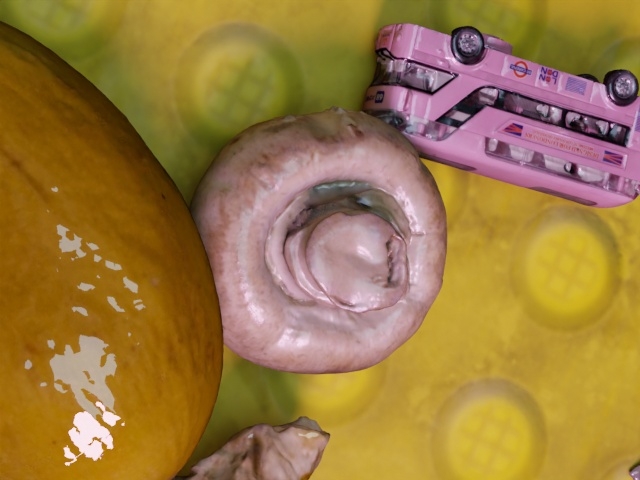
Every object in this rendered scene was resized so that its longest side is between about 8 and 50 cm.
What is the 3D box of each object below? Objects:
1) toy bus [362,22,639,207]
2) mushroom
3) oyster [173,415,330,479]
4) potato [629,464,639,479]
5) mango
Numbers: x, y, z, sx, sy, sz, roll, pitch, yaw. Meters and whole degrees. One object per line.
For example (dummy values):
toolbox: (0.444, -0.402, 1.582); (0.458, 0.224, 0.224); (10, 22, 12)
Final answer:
toy bus: (0.127, -0.081, 1.140); (0.203, 0.063, 0.090); (15, 87, -20)
mushroom: (0.000, 0.000, 1.062); (0.166, 0.127, 0.166); (0, 89, -23)
oyster: (-0.067, 0.269, 1.051); (0.275, 0.100, 0.271); (-34, 121, -28)
potato: (0.340, 0.232, 1.123); (0.211, 0.264, 0.189); (29, 72, -23)
mango: (-0.172, 0.001, 0.987); (0.195, 0.142, 0.332); (-24, 91, -6)
